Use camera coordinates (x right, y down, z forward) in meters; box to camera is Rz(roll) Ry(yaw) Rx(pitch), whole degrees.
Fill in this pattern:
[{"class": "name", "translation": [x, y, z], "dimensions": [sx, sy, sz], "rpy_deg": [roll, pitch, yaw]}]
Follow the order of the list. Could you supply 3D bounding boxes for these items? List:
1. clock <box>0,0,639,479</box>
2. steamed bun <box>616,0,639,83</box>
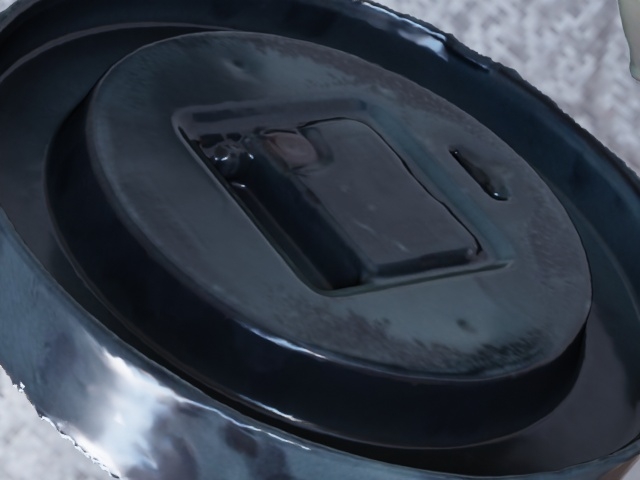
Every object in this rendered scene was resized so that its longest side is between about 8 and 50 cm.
[{"class": "clock", "translation": [0.000, -0.001, 0.773], "dimensions": [0.312, 0.312, 0.061], "rpy_deg": [34, 125, 13]}, {"class": "steamed bun", "translation": [0.196, -0.123, 0.680], "dimensions": [0.200, 0.170, 0.225], "rpy_deg": [38, 161, 20]}]
